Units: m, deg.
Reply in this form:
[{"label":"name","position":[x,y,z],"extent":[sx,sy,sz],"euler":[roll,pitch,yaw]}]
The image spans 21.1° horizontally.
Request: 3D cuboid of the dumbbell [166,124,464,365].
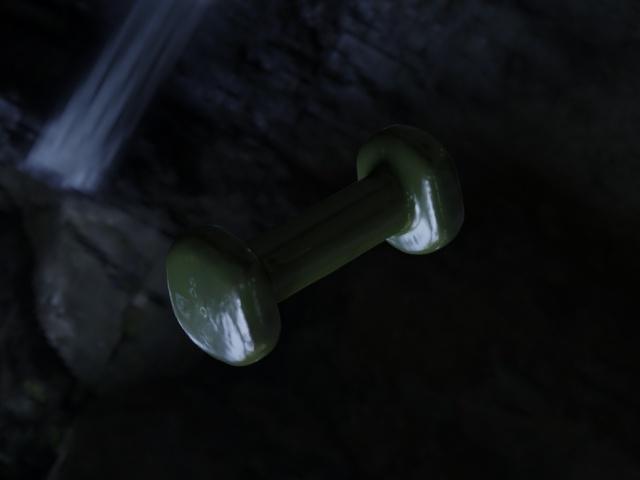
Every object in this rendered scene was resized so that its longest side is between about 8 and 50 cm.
[{"label":"dumbbell","position":[0.000,0.000,0.619],"extent":[0.118,0.052,0.046],"euler":[-30,-148,-35]}]
